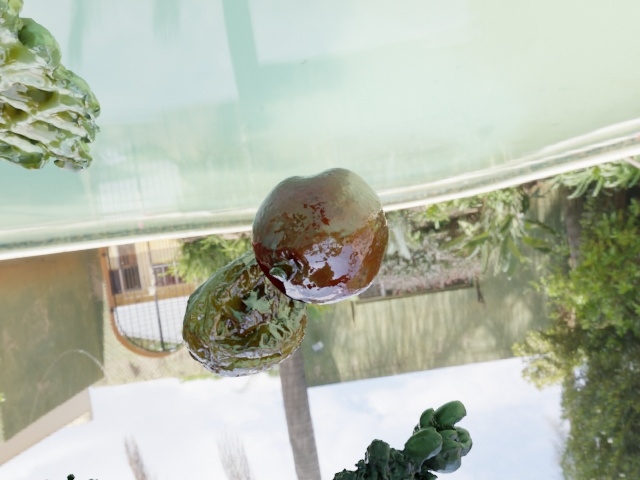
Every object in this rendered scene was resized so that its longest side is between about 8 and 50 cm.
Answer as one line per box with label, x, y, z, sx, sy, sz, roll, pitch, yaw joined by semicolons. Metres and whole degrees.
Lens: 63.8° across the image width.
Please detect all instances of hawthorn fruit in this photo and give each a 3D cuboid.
hawthorn fruit;0.000;0.000;0.616;0.169;0.169;0.188;-8;-161;21

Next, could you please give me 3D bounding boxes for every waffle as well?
waffle;-0.344;-0.143;0.414;0.317;0.073;0.297;3;164;-8

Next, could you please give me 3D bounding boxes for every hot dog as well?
hot dog;-0.095;0.096;0.736;0.099;0.160;0.227;-20;-166;28

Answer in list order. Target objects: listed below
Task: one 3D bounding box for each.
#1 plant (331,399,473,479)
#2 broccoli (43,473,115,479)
plant;0.090;0.230;0.528;0.174;0.085;0.087;-28;-171;-18
broccoli;-0.250;0.269;0.336;0.275;0.198;0.177;-6;153;-1
